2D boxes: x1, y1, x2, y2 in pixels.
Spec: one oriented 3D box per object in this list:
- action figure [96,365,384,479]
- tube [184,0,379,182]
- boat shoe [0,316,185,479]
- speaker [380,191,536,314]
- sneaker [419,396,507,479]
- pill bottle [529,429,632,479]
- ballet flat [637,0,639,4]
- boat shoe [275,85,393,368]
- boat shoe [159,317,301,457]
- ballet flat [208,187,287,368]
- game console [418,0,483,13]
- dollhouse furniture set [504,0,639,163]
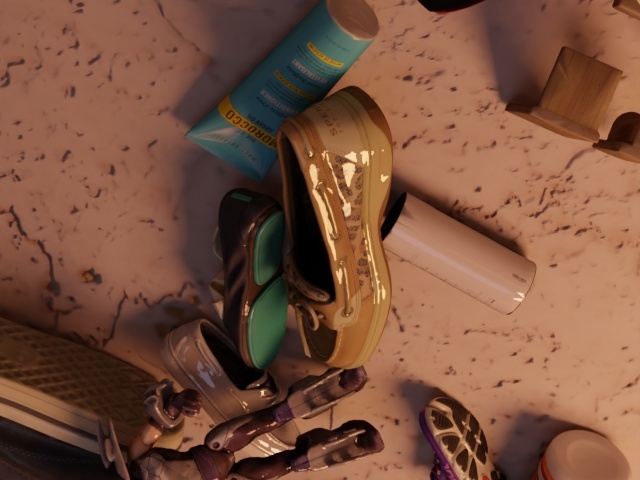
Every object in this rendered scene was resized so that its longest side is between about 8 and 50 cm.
[{"bbox_3d":[-0.086,0.202,1.477,0.285,0.099,0.185,-22,99,-18],"label":"action figure"},{"bbox_3d":[-0.030,-0.128,1.342,0.080,0.052,0.207,35,132,-12],"label":"tube"},{"bbox_3d":[-0.380,0.137,1.537,0.500,0.187,0.156,25,113,-12],"label":"boat shoe"},{"bbox_3d":[0.118,0.012,1.403,0.136,0.055,0.055,28,128,-8],"label":"speaker"},{"bbox_3d":[0.129,0.227,1.561,0.071,0.068,0.170,-10,125,27],"label":"sneaker"},{"bbox_3d":[0.236,0.262,1.547,0.086,0.086,0.152,20,129,-1],"label":"pill bottle"},{"bbox_3d":[0.290,-0.171,1.175,0.213,0.072,0.068,32,137,-23],"label":"ballet flat"},{"bbox_3d":[0.000,0.000,1.375,0.104,0.089,0.285,40,142,43],"label":"boat shoe"},{"bbox_3d":[-0.073,0.145,1.554,0.063,0.066,0.184,-34,103,33],"label":"boat shoe"},{"bbox_3d":[-0.068,0.031,1.463,0.074,0.074,0.203,9,134,7],"label":"ballet flat"},{"bbox_3d":[0.129,-0.370,1.117,0.342,0.060,0.386,-19,120,32],"label":"game console"},{"bbox_3d":[0.251,-0.142,1.271,0.144,0.123,0.151,23,94,-5],"label":"dollhouse furniture set"}]
